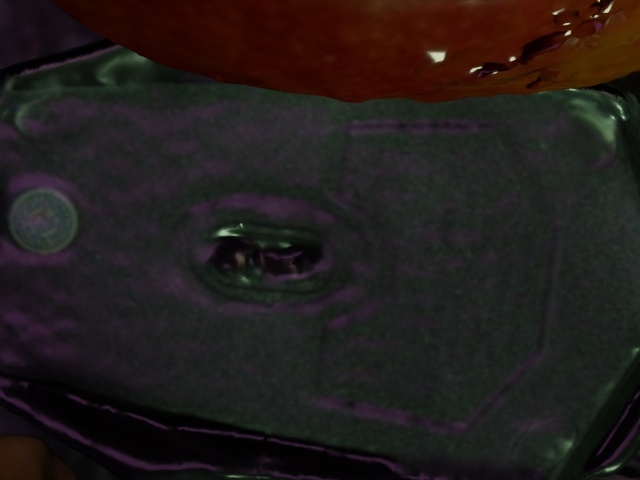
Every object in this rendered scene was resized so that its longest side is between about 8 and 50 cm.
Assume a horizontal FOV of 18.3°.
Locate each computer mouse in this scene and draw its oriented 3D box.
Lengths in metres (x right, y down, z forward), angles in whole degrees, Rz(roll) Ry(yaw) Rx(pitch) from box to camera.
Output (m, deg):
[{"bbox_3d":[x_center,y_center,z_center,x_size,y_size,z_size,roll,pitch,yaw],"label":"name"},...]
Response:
[{"bbox_3d":[0.000,0.002,0.551,0.231,0.071,0.126,5,99,-1],"label":"computer mouse"}]

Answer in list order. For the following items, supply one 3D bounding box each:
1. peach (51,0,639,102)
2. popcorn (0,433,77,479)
[{"bbox_3d":[0.028,-0.151,0.462,0.281,0.238,0.281,14,60,-26],"label":"peach"},{"bbox_3d":[-0.070,0.144,0.503,0.140,0.163,0.194,-11,72,-10],"label":"popcorn"}]
